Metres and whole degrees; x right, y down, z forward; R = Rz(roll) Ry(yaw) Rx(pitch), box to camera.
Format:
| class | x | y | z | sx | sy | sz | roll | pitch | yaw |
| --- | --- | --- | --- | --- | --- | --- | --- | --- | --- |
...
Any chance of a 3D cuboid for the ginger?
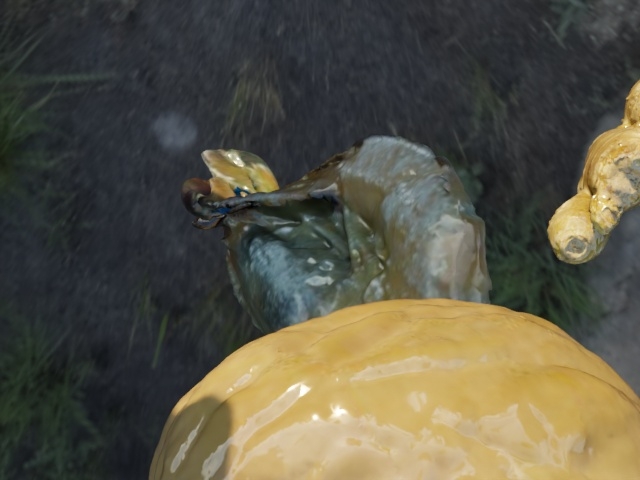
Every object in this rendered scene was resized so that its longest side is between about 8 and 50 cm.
| class | x | y | z | sx | sy | sz | roll | pitch | yaw |
| --- | --- | --- | --- | --- | --- | --- | --- | --- | --- |
| ginger | 0.212 | -0.072 | 1.027 | 0.052 | 0.176 | 0.193 | 32 | 99 | 10 |

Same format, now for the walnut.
| class | x | y | z | sx | sy | sz | roll | pitch | yaw |
| --- | --- | --- | --- | --- | --- | --- | --- | --- | --- |
| walnut | 0.039 | 0.137 | 0.720 | 0.261 | 0.225 | 0.225 | -2 | 107 | -24 |

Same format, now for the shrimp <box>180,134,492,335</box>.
| class | x | y | z | sx | sy | sz | roll | pitch | yaw |
| --- | --- | --- | --- | --- | --- | --- | --- | --- | --- |
| shrimp | 0.000 | 0.000 | 1.344 | 0.110 | 0.445 | 0.221 | 15 | 99 | -34 |
